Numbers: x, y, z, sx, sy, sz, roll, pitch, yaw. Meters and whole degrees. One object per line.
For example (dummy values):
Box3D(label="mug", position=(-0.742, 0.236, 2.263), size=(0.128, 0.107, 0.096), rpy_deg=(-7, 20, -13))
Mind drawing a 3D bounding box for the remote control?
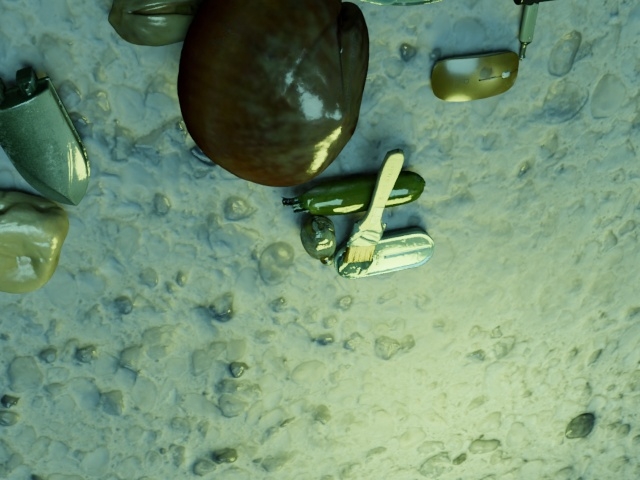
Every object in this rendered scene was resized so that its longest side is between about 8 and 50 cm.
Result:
Box3D(label="remote control", position=(0.150, 0.030, 2.063), size=(0.247, 0.052, 0.104), rpy_deg=(-10, 125, -8))

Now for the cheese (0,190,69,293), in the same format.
Box3D(label="cheese", position=(-0.627, 0.001, 1.787), size=(0.217, 0.117, 0.235), rpy_deg=(-31, 130, 5))

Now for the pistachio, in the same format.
Box3D(label="pistachio", position=(-0.295, -0.417, 1.586), size=(0.184, 0.124, 0.125), rpy_deg=(-7, 127, -22))

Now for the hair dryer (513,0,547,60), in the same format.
Box3D(label="hair dryer", position=(0.441, -0.462, 1.803), size=(0.100, 0.057, 0.198), rpy_deg=(-7, 135, -10))

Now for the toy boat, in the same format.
Box3D(label="toy boat", position=(-0.543, -0.186, 1.697), size=(0.141, 0.092, 0.320), rpy_deg=(-19, 134, -3))

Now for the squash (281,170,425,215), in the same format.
Box3D(label="squash", position=(0.075, -0.102, 1.926), size=(0.331, 0.087, 0.087), rpy_deg=(-10, 127, -12))

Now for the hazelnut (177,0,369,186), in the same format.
Box3D(label="hazelnut", position=(-0.069, -0.299, 1.596), size=(0.359, 0.359, 0.410), rpy_deg=(3, 128, -18))

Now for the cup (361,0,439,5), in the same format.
Box3D(label="cup", position=(0.134, -0.583, 1.381), size=(0.310, 0.401, 0.392), rpy_deg=(4, 142, 23))

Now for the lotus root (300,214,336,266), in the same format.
Box3D(label="lotus root", position=(-0.002, -0.001, 1.976), size=(0.088, 0.088, 0.165), rpy_deg=(-20, 148, -1))

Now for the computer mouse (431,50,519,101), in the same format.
Box3D(label="computer mouse", position=(0.334, -0.352, 1.847), size=(0.198, 0.045, 0.102), rpy_deg=(-8, 129, -10))

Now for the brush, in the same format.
Box3D(label="brush", position=(0.122, -0.069, 1.902), size=(0.085, 0.020, 0.337), rpy_deg=(-2, 136, -19))
